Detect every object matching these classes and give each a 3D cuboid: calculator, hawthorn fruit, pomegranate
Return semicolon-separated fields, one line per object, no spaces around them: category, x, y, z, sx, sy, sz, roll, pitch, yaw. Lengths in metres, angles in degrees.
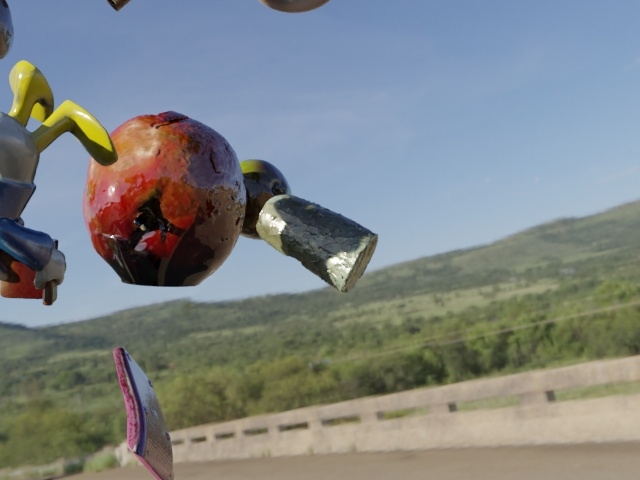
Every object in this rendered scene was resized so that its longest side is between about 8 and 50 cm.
calculator;-0.250;0.249;1.210;0.034;0.191;0.127;-22;-39;0
hawthorn fruit;-0.262;-0.058;1.434;0.315;0.316;0.316;-12;-7;-2
pomegranate;-0.149;-0.075;1.673;0.205;0.159;0.159;-10;-5;31

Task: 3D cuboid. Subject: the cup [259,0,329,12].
cup;-0.077;-0.498;1.425;0.252;0.201;0.191;-13;-33;12

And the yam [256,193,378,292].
yam;0.000;0.000;1.246;0.183;0.107;0.107;30;16;29

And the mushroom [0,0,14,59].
mushroom;-0.658;-0.426;1.574;0.231;0.138;0.194;20;2;42

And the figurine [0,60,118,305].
figurine;-0.424;-0.018;1.036;0.204;0.284;0.338;25;48;31

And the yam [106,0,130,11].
yam;-0.282;-0.508;1.517;0.264;0.046;0.046;-39;-11;6
